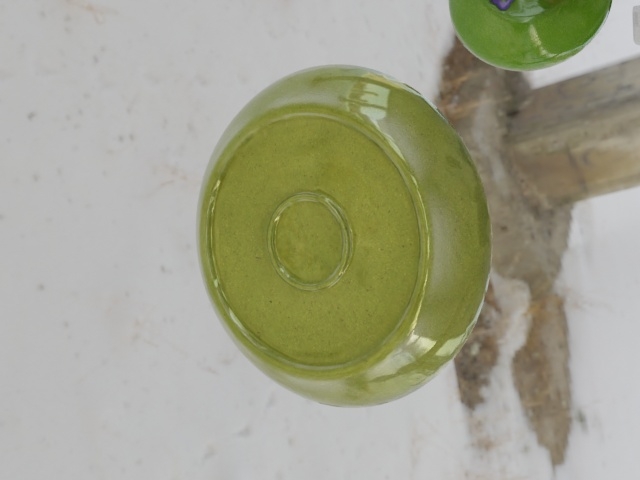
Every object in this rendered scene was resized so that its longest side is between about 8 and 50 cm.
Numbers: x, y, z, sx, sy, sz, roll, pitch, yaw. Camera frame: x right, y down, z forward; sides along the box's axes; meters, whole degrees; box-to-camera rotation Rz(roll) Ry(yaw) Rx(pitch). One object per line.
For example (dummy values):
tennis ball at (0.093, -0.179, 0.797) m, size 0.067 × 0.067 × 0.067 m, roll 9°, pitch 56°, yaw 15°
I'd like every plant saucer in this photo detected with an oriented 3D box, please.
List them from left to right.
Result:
plant saucer at (0.000, 0.000, 0.747) m, size 0.037 × 0.241 × 0.241 m, roll -11°, pitch 87°, yaw -57°

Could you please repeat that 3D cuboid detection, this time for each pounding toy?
pounding toy at (0.217, -0.313, 1.184) m, size 0.110 × 0.182 × 0.237 m, roll 43°, pitch 33°, yaw -69°

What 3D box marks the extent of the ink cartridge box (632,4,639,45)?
ink cartridge box at (0.621, -0.317, 1.521) m, size 0.165 × 0.332 × 0.065 m, roll -74°, pitch 159°, yaw -77°
